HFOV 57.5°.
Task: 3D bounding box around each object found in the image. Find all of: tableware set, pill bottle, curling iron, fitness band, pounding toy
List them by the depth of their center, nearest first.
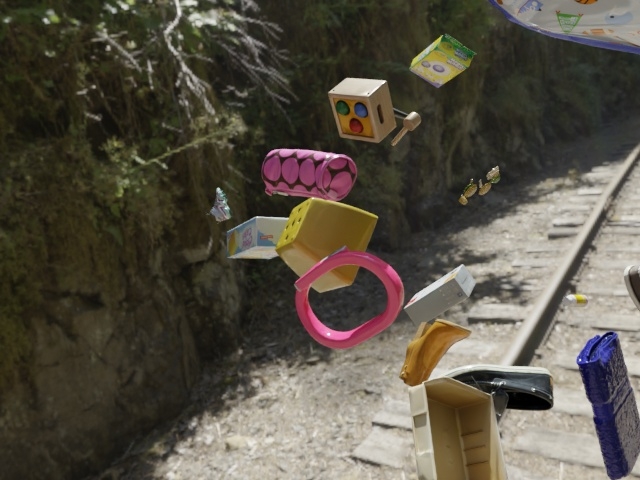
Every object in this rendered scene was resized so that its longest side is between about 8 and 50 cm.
[{"bbox_3d":[0.058,0.136,1.341,0.290,0.209,0.054,-37,1,36],"label":"fitness band"},{"bbox_3d":[0.138,-0.293,1.443,0.206,0.181,0.094,17,49,39],"label":"pounding toy"},{"bbox_3d":[0.495,-0.170,1.818,0.154,0.024,0.104,-40,-31,3],"label":"tableware set"},{"bbox_3d":[0.161,-0.425,1.872,0.273,0.068,0.035,14,1,-2],"label":"curling iron"},{"bbox_3d":[0.861,0.206,1.975,0.083,0.044,0.043,2,8,-26],"label":"pill bottle"}]

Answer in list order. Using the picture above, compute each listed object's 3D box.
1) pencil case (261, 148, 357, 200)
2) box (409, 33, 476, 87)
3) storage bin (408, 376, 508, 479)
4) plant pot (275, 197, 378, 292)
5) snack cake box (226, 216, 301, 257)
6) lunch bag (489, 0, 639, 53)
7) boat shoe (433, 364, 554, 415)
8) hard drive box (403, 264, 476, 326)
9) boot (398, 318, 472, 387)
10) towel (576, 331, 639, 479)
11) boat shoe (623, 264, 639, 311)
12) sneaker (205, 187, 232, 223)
[{"bbox_3d":[-0.028,-0.128,1.163,0.209,0.095,0.098,11,67,49],"label":"pencil case"},{"bbox_3d":[0.328,-0.481,1.566,0.105,0.043,0.179,27,-16,-14],"label":"box"},{"bbox_3d":[0.354,0.517,1.513,0.123,0.262,0.260,-27,-40,34],"label":"storage bin"},{"bbox_3d":[0.000,0.000,1.614,0.187,0.212,0.212,29,-21,-17],"label":"plant pot"},{"bbox_3d":[-0.173,-0.004,1.776,0.152,0.089,0.264,3,-11,-27],"label":"snack cake box"},{"bbox_3d":[0.522,-0.501,1.001,0.385,0.239,0.328,4,-9,-7],"label":"lunch bag"},{"bbox_3d":[0.671,0.590,2.273,0.499,0.187,0.156,1,47,-2],"label":"boat shoe"},{"bbox_3d":[0.445,0.205,2.165,0.232,0.089,0.181,-38,-4,26],"label":"hard drive box"},{"bbox_3d":[0.337,0.351,1.747,0.104,0.211,0.295,26,-15,-10],"label":"boot"},{"bbox_3d":[0.721,0.407,1.465,0.076,0.309,0.227,-14,2,43],"label":"towel"},{"bbox_3d":[0.872,0.183,1.408,0.116,0.324,0.097,-35,-5,-26],"label":"boat shoe"},{"bbox_3d":[-0.292,-0.094,1.630,0.069,0.098,0.038,-25,-23,9],"label":"sneaker"}]
